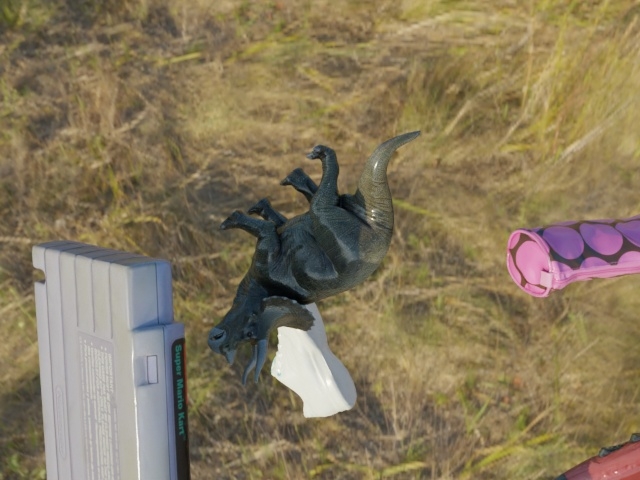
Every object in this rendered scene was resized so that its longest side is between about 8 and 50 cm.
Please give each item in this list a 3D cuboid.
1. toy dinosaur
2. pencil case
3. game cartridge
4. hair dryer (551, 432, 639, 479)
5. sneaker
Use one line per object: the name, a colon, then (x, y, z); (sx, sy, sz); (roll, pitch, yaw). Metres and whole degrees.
toy dinosaur: (0.000, 0.000, 1.018); (0.313, 0.121, 0.160); (-37, 88, 11)
pencil case: (0.333, 0.018, 1.137); (0.209, 0.095, 0.098); (-8, 43, -19)
game cartridge: (-0.202, 0.184, 0.915); (0.068, 0.355, 0.230); (-8, 10, -41)
hair dryer: (0.285, 0.167, 0.757); (0.224, 0.080, 0.293); (6, 96, 5)
sneaker: (-0.035, 0.153, 1.321); (0.094, 0.080, 0.212); (-23, 94, 23)
